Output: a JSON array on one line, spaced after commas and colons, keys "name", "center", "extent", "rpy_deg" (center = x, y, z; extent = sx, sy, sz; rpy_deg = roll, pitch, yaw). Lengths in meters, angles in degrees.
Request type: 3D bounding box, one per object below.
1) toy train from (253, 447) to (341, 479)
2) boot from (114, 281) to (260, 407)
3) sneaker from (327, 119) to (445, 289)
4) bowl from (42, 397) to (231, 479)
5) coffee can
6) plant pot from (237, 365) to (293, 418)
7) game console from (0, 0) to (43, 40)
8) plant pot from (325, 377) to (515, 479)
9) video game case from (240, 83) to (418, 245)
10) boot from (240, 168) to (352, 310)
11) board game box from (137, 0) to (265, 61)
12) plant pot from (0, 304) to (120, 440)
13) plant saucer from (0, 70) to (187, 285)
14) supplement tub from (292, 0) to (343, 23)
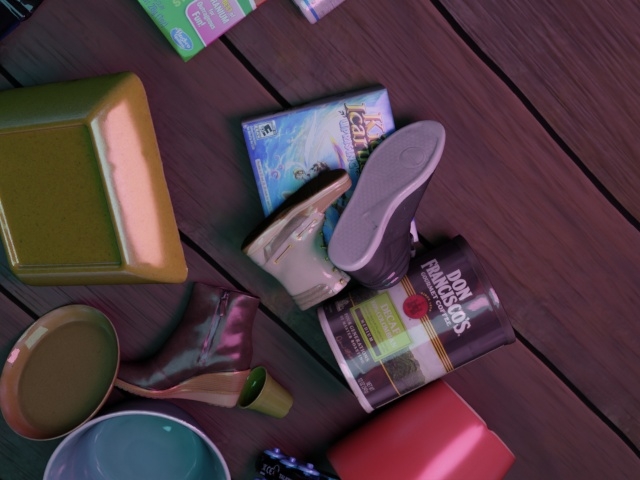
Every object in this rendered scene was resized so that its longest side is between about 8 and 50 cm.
[{"name": "toy train", "center": [-0.039, 0.429, 1.576], "extent": [0.105, 0.184, 0.080], "rpy_deg": [28, 78, -38]}, {"name": "boot", "center": [-0.238, 0.171, 1.540], "extent": [0.248, 0.090, 0.206], "rpy_deg": [10, 93, -7]}, {"name": "sneaker", "center": [0.121, -0.050, 1.430], "extent": [0.295, 0.105, 0.147], "rpy_deg": [-58, 149, -16]}, {"name": "bowl", "center": [-0.309, 0.400, 1.544], "extent": [0.312, 0.163, 0.311], "rpy_deg": [-1, 106, -4]}, {"name": "coffee can", "center": [0.159, 0.141, 1.489], "extent": [0.275, 0.201, 0.201], "rpy_deg": [-27, 107, 3]}, {"name": "plant pot", "center": [-0.094, 0.278, 1.578], "extent": [0.079, 0.083, 0.083], "rpy_deg": [36, 100, -27]}, {"name": "game console", "center": [-0.535, -0.437, 1.267], "extent": [0.293, 0.173, 0.250], "rpy_deg": [43, 112, -16]}, {"name": "plant pot", "center": [0.187, 0.392, 1.549], "extent": [0.243, 0.275, 0.275], "rpy_deg": [-42, 106, -3]}, {"name": "video game case", "center": [0.018, -0.100, 1.480], "extent": [0.244, 0.061, 0.269], "rpy_deg": [-14, 107, -1]}, {"name": "boot", "center": [0.000, 0.000, 1.437], "extent": [0.213, 0.077, 0.165], "rpy_deg": [-39, 107, 9]}, {"name": "board game box", "center": [-0.156, -0.466, 1.354], "extent": [0.316, 0.064, 0.242], "rpy_deg": [-37, 106, 6]}, {"name": "plant pot", "center": [-0.428, 0.221, 1.474], "extent": [0.236, 0.236, 0.032], "rpy_deg": [-34, 144, 5]}, {"name": "plant saucer", "center": [-0.393, -0.071, 1.361], "extent": [0.333, 0.081, 0.332], "rpy_deg": [-3, 109, 26]}, {"name": "supplement tub", "center": [0.008, -0.397, 1.386], "extent": [0.107, 0.071, 0.071], "rpy_deg": [-37, 106, 6]}]
